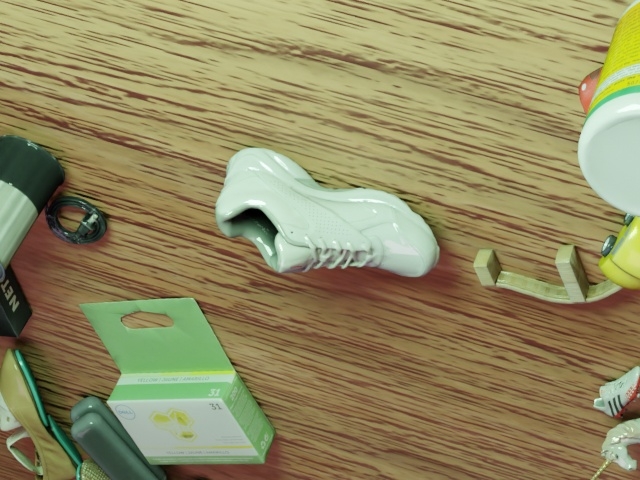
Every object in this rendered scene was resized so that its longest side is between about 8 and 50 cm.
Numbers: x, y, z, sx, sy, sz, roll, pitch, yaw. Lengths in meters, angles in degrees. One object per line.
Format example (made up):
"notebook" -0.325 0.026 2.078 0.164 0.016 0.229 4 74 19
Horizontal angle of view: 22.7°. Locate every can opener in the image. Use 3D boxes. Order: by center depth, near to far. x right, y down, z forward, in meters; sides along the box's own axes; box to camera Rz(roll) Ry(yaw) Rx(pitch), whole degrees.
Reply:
"can opener" -0.209 0.299 2.024 0.093 0.074 0.280 -38 117 8

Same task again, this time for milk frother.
"milk frother" -0.313 -0.012 1.687 0.143 0.134 0.129 28 152 -1

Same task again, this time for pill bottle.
"pill bottle" 0.278 -0.124 1.240 0.118 0.208 0.117 14 137 13

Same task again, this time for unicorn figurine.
"unicorn figurine" 0.362 0.200 1.657 0.111 0.060 0.162 21 122 5

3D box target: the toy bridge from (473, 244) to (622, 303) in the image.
"toy bridge" 0.247 0.033 1.555 0.188 0.026 0.063 -4 133 28

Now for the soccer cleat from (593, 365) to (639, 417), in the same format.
"soccer cleat" 0.309 0.156 1.650 0.036 0.029 0.083 19 143 0

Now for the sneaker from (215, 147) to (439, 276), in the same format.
"sneaker" 0.000 0.000 1.569 0.232 0.115 0.090 19 138 7

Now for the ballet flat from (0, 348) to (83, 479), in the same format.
"ballet flat" -0.367 0.232 1.999 0.073 0.080 0.232 -25 130 -5

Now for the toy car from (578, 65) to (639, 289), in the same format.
"toy car" 0.344 -0.044 1.396 0.225 0.053 0.239 1 126 19

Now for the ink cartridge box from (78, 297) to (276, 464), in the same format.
"ink cartridge box" -0.175 0.171 1.876 0.171 0.056 0.235 -4 133 30

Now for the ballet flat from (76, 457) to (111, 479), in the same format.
"ballet flat" -0.251 0.350 2.089 0.067 0.073 0.206 -5 140 18

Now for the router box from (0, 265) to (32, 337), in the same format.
"router box" -0.430 0.035 1.860 0.133 0.046 0.179 4 135 22
